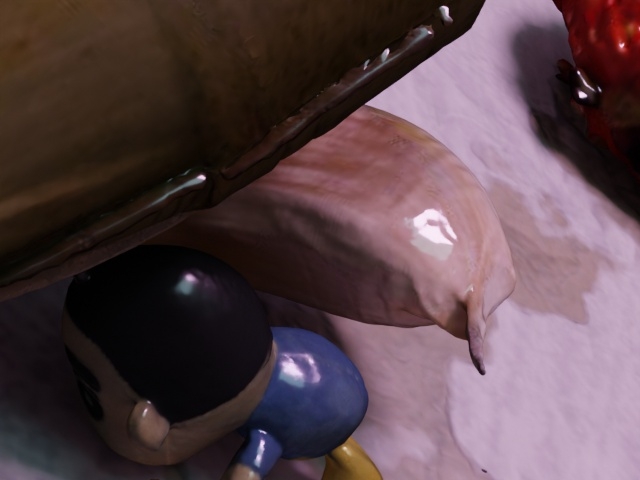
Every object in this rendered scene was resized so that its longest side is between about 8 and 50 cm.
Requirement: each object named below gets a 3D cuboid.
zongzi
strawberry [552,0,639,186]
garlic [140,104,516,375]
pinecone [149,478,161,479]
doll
[{"bbox_3d":[-0.157,-0.062,0.747,0.500,0.467,0.218,-32,89,-20],"label":"zongzi"},{"bbox_3d":[0.290,-0.129,1.146,0.261,0.257,0.261,31,38,-28],"label":"strawberry"},{"bbox_3d":[0.012,0.001,0.807,0.198,0.090,0.128,26,31,23],"label":"garlic"},{"bbox_3d":[-0.054,0.144,0.546,0.163,0.165,0.163,25,47,-31],"label":"pinecone"},{"bbox_3d":[-0.042,0.056,0.746,0.179,0.089,0.102,43,24,-42],"label":"doll"}]
